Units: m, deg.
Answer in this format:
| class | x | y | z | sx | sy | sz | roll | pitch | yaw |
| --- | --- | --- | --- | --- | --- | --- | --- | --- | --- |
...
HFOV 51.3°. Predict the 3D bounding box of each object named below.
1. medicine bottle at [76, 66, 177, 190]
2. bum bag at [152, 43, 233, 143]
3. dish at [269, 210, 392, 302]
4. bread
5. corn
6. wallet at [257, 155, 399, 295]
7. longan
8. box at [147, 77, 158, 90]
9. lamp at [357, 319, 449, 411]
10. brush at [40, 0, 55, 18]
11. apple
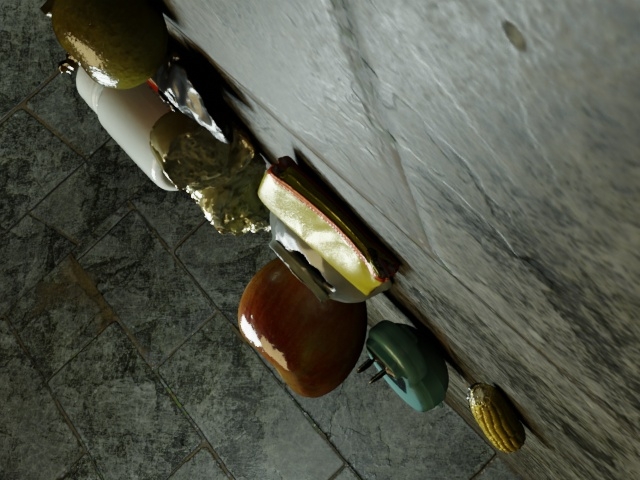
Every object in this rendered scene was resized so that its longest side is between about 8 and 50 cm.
| class | x | y | z | sx | sy | sz | roll | pitch | yaw |
| --- | --- | --- | --- | --- | --- | --- | --- | --- | --- |
| medicine bottle | -0.417 | -0.309 | 1.624 | 0.371 | 0.211 | 0.211 | 45 | 176 | 24 |
| bum bag | -0.228 | -0.255 | 1.072 | 0.310 | 0.074 | 0.137 | 41 | 159 | 47 |
| dish | -0.003 | 0.021 | 1.200 | 0.303 | 0.120 | 0.303 | 46 | 177 | 3 |
| bread | -0.206 | -0.148 | 1.290 | 0.192 | 0.171 | 0.314 | 48 | 176 | 43 |
| corn | 0.311 | 0.314 | 1.181 | 0.072 | 0.072 | 0.203 | 42 | 173 | 47 |
| wallet | 0.014 | -0.024 | 0.997 | 0.241 | 0.067 | 0.141 | 43 | 165 | 3 |
| longan | -0.296 | -0.282 | 0.919 | 0.155 | 0.176 | 0.145 | 62 | -172 | -10 |
| box | -0.328 | -0.351 | 1.311 | 0.153 | 0.074 | 0.240 | 52 | 176 | -17 |
| lamp | 0.181 | 0.262 | 1.435 | 0.209 | 0.147 | 0.284 | 42 | -177 | 33 |
| brush | -0.420 | -0.422 | 1.152 | 0.059 | 0.123 | 0.197 | 45 | 178 | -31 |
| apple | -0.025 | 0.165 | 1.442 | 0.301 | 0.301 | 0.301 | 46 | 176 | 4 |
